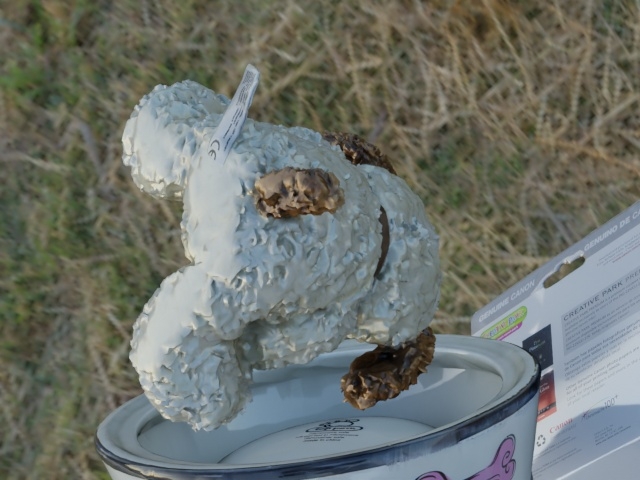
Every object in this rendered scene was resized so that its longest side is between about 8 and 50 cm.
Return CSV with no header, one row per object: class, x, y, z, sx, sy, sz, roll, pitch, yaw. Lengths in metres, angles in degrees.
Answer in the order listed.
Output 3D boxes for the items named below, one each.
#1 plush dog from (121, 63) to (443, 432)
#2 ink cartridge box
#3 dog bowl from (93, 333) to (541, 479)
plush dog,0.000,0.000,1.021,0.210,0.225,0.262,-21,67,40
ink cartridge box,0.305,0.138,1.472,0.309,0.130,0.272,-38,37,38
dog bowl,0.008,0.208,1.291,0.408,0.408,0.150,-6,99,26
